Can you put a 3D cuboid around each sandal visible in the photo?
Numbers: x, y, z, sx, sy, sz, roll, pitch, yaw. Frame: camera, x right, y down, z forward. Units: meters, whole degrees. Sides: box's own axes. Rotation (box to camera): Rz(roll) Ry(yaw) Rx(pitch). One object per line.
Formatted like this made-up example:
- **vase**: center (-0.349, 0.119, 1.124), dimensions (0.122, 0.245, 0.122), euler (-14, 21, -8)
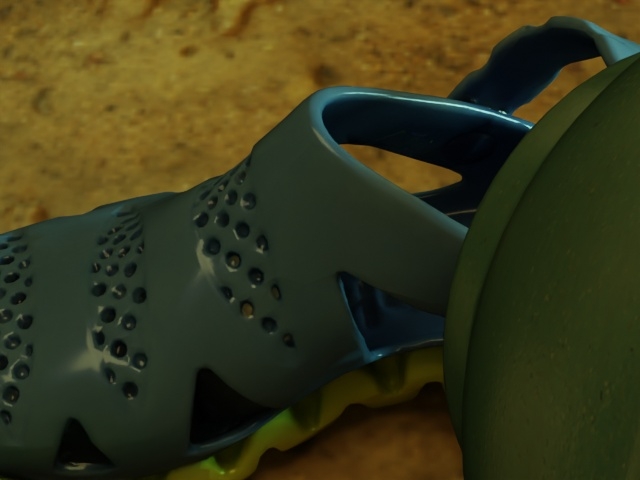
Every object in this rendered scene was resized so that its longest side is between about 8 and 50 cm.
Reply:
- **sandal**: center (0.000, 0.000, 0.653), dimensions (0.317, 0.138, 0.126), euler (-13, 49, -6)

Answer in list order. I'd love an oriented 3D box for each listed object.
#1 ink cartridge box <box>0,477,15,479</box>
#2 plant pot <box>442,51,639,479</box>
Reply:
- **ink cartridge box**: center (-0.159, 0.098, 0.580), dimensions (0.209, 0.109, 0.062), euler (8, 90, 10)
- **plant pot**: center (0.154, 0.044, 0.530), dimensions (0.293, 0.293, 0.196), euler (-26, 26, -20)
